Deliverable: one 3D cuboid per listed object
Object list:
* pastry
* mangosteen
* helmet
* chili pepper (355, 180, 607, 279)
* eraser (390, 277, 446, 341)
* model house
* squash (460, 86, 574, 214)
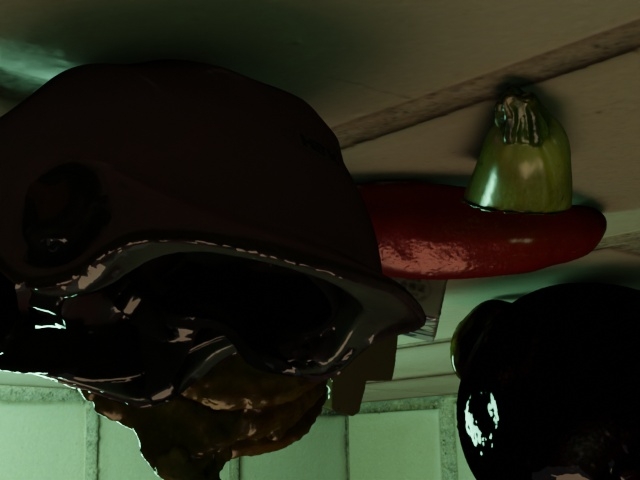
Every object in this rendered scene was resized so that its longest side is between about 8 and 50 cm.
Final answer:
[{"bbox_3d":[-0.096,0.067,0.904,0.235,0.240,0.132,-26,148,-50],"label":"pastry"},{"bbox_3d":[0.368,0.218,1.493,0.382,0.382,0.435,1,-155,-9],"label":"mangosteen"},{"bbox_3d":[-0.100,-0.014,0.692,0.338,0.197,0.271,-19,151,33],"label":"helmet"},{"bbox_3d":[0.129,-0.005,0.995,0.368,0.092,0.137,7,-179,-16],"label":"chili pepper"},{"bbox_3d":[0.022,0.043,1.072,0.210,0.068,0.124,12,167,7],"label":"eraser"},{"bbox_3d":[-0.030,0.155,1.573,0.181,0.176,0.248,8,180,-38],"label":"model house"},{"bbox_3d":[0.151,-0.055,0.799,0.090,0.075,0.200,23,171,15],"label":"squash"}]
